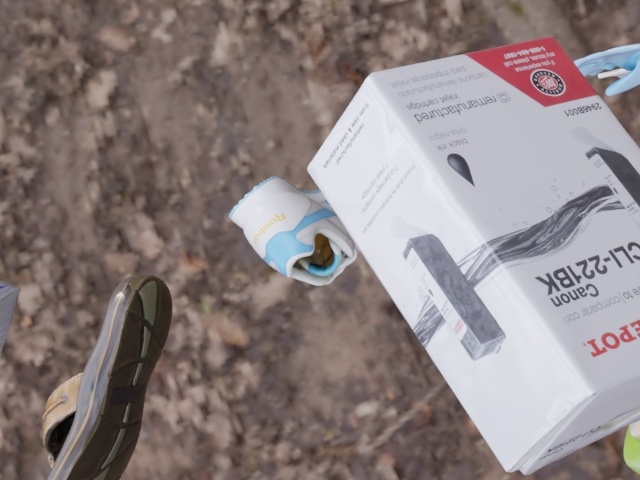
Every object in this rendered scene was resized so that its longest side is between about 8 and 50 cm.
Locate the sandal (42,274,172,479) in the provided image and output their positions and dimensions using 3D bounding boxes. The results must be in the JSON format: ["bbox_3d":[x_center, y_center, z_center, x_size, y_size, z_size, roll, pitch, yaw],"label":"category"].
[{"bbox_3d":[-0.179,0.125,1.112,0.060,0.090,0.219,19,95,24],"label":"sandal"}]

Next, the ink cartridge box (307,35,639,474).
[{"bbox_3d":[0.151,0.002,1.029,0.272,0.197,0.114,57,140,20],"label":"ink cartridge box"}]

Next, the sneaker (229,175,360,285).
[{"bbox_3d":[0.000,0.000,1.446,0.087,0.229,0.092,-45,68,22],"label":"sneaker"}]

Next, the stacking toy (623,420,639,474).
[{"bbox_3d":[0.327,0.062,1.322,0.130,0.279,0.309,28,163,-1],"label":"stacking toy"}]

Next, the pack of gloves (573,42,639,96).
[{"bbox_3d":[0.406,-0.193,1.636,0.232,0.195,0.046,-9,83,41],"label":"pack of gloves"}]

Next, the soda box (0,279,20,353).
[{"bbox_3d":[-0.412,0.105,1.409,0.098,0.286,0.091,24,111,10],"label":"soda box"}]
